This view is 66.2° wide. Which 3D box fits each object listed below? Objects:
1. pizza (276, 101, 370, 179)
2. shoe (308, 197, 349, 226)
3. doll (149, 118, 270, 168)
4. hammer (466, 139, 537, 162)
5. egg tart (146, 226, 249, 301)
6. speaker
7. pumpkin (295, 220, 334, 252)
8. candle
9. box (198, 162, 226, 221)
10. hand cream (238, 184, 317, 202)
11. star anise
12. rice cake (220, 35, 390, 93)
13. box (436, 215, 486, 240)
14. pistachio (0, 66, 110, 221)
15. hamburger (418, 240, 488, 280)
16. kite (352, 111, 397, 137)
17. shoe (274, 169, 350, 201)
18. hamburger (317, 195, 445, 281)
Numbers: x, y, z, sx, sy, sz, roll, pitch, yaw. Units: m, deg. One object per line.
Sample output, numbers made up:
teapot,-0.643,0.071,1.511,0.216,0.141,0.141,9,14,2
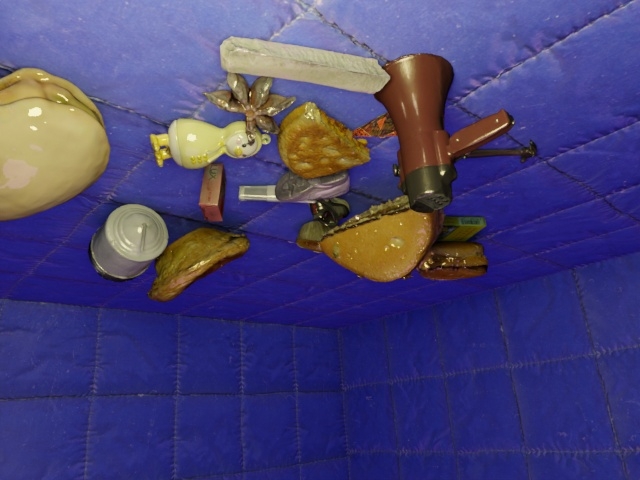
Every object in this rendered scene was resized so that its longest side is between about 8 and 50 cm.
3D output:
pizza,-0.038,-0.261,1.305,0.258,0.087,0.268,-11,156,38
shoe,0.027,-0.098,1.716,0.099,0.112,0.227,-17,155,28
doll,-0.274,-0.245,1.246,0.296,0.117,0.141,-3,142,-6
hammer,0.509,-0.262,1.494,0.297,0.027,0.125,-3,160,-3
egg tart,-0.480,0.069,1.874,0.443,0.178,0.443,-31,-176,2
speaker,0.271,-0.244,1.095,0.259,0.329,0.198,-16,158,12
pumpkin,0.007,-0.017,1.967,0.217,0.110,0.217,3,170,1
candle,-0.657,0.001,1.701,0.221,0.221,0.342,12,151,-37
box,-0.318,-0.143,1.464,0.060,0.156,0.111,4,158,-3
hand cream,-0.138,-0.151,1.602,0.255,0.079,0.048,-1,146,-3
star anise,-0.153,-0.313,1.129,0.171,0.063,0.208,-26,137,17
rice cake,-0.030,-0.372,1.041,0.365,0.056,0.073,2,153,-17
box,0.490,-0.048,2.043,0.335,0.047,0.187,1,160,-13
pistachio,-0.696,-0.203,1.095,0.445,0.281,0.365,-24,147,13
hamburger,0.595,0.090,2.214,0.304,0.174,0.284,-4,174,-3
kite,0.169,-0.309,1.322,0.222,0.008,0.125,-1,159,-7
shoe,-0.018,-0.168,1.545,0.245,0.095,0.137,-16,155,11
hamburger,0.245,0.007,1.716,0.445,0.287,0.268,-18,-168,31
